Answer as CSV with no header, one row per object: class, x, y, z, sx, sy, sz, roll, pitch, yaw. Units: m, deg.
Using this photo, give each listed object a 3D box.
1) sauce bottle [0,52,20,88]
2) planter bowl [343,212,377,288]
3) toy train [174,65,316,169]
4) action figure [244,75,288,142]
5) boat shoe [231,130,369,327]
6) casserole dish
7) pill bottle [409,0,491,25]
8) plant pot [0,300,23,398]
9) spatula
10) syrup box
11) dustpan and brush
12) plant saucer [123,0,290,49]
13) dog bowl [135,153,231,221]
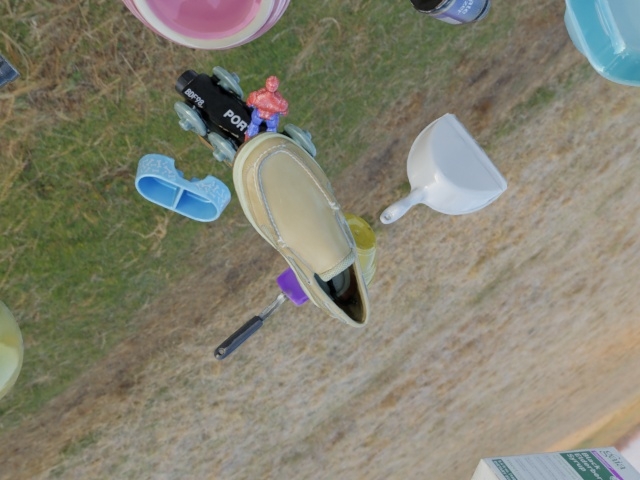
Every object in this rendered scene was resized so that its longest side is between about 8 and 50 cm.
sauce bottle,-0.790,-0.269,1.203,0.344,0.111,0.111,-41,152,-9
planter bowl,0.060,0.005,1.294,0.217,0.217,0.090,-8,152,-43
toy train,-0.134,-0.178,1.077,0.142,0.334,0.190,-47,169,-12
action figure,-0.048,-0.113,0.512,0.115,0.038,0.030,135,-29,-74
boat shoe,0.000,0.000,0.442,0.068,0.072,0.190,-38,134,-5
casserole dish,0.273,-0.174,0.449,0.037,0.188,0.114,-40,117,-6
pill bottle,0.301,-0.560,1.313,0.219,0.123,0.123,-11,141,-50
plant pot,-0.344,0.107,0.495,0.134,0.134,0.095,-39,-171,2
spatula,-0.115,0.155,1.249,0.296,0.084,0.030,-43,169,0
syrup box,0.314,0.342,0.754,0.236,0.093,0.096,4,116,-23
dustpan and brush,0.159,-0.081,0.812,0.211,0.147,0.060,-34,175,-41
plant saucer,-0.206,-0.466,1.019,0.332,0.084,0.332,-3,146,-2
dog bowl,-0.424,-0.152,1.765,0.297,0.074,0.166,23,143,-15
